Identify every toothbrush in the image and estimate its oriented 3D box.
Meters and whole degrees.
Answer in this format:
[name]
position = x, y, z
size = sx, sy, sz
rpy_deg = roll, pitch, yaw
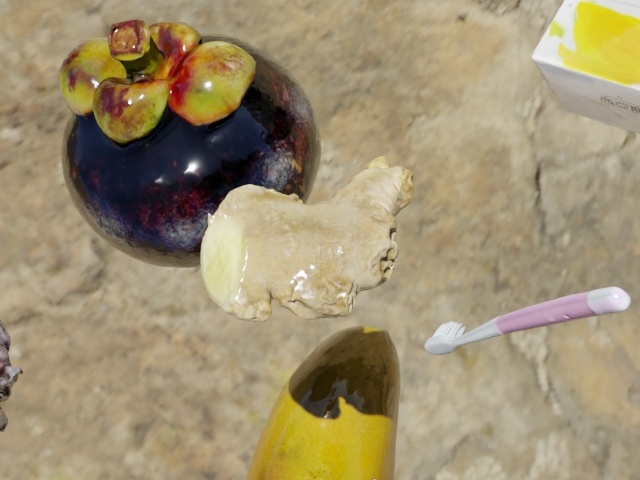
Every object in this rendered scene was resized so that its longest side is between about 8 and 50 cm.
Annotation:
[toothbrush]
position = 0.149, 0.059, 1.163
size = 0.020, 0.025, 0.286
rpy_deg = 39, 158, -12

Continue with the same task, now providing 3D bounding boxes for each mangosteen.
[mangosteen]
position = -0.145, -0.115, 1.602
size = 0.275, 0.275, 0.302
rpy_deg = -3, 142, 18

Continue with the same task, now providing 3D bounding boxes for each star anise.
[star anise]
position = -0.373, 0.168, 1.707
size = 0.065, 0.195, 0.182
rpy_deg = 9, 137, -24

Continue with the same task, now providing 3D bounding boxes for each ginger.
[ginger]
position = 0.001, 0.005, 1.373
size = 0.137, 0.213, 0.074
rpy_deg = 70, 155, 15

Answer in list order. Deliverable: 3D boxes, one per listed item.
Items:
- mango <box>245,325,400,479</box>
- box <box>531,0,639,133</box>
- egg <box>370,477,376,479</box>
[mango]
position = 0.010, 0.254, 1.839
size = 0.173, 0.211, 0.317
rpy_deg = 18, 100, 15
[box]
position = 0.351, -0.225, 1.455
size = 0.194, 0.111, 0.260
rpy_deg = 22, 78, 38
[egg]
position = 0.046, 0.402, 1.507
size = 0.337, 0.201, 0.337
rpy_deg = 8, 104, 34
